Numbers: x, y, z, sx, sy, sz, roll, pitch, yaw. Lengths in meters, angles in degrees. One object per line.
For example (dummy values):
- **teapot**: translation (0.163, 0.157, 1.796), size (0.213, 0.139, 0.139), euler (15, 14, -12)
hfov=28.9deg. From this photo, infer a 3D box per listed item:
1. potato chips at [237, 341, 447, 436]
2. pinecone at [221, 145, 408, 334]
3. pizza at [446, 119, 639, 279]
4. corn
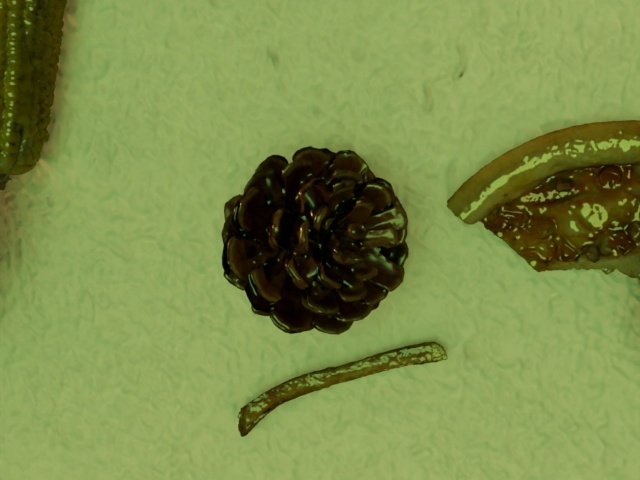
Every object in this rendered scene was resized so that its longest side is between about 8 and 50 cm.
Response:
- **potato chips**: translation (0.014, 0.126, 1.102), size (0.204, 0.026, 0.037), euler (-22, 96, 11)
- **pinecone**: translation (0.000, 0.000, 1.017), size (0.174, 0.173, 0.173), euler (1, 98, 10)
- **pizza**: translation (0.241, -0.033, 1.027), size (0.271, 0.056, 0.134), euler (5, 96, 9)
- **corn**: translation (-0.264, -0.202, 1.075), size (0.097, 0.097, 0.319), euler (14, 98, 8)
